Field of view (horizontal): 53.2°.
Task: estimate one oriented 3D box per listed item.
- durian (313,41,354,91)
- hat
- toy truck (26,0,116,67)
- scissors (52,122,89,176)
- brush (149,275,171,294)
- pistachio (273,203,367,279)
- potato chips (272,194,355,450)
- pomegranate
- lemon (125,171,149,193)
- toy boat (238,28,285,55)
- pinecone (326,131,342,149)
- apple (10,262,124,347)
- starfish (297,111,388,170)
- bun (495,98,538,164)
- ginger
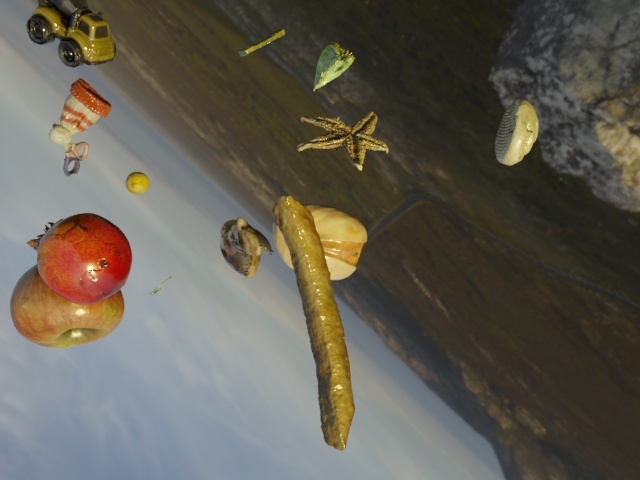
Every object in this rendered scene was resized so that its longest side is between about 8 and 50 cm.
[{"bbox_3d":[0.040,-0.497,1.805,0.086,0.100,0.215,28,154,-16],"label":"durian"},{"bbox_3d":[-0.603,-0.305,1.569,0.112,0.162,0.093,40,-173,-4],"label":"hat"},{"bbox_3d":[-0.616,-0.548,1.606,0.224,0.165,0.147,39,-144,13],"label":"toy truck"},{"bbox_3d":[-0.675,-0.252,1.713,0.021,0.110,0.212,24,159,6],"label":"scissors"},{"bbox_3d":[-0.446,0.128,1.786,0.013,0.083,0.016,50,-164,-3],"label":"brush"},{"bbox_3d":[0.000,0.000,1.907,0.308,0.230,0.230,13,-164,-39],"label":"pistachio"},{"bbox_3d":[-0.003,0.127,1.031,0.080,0.057,0.407,-10,-94,-50],"label":"potato chips"},{"bbox_3d":[-0.546,0.038,1.458,0.235,0.210,0.210,15,167,16],"label":"pomegranate"},{"bbox_3d":[-0.495,-0.156,1.730,0.062,0.062,0.083,43,-170,-8],"label":"lemon"},{"bbox_3d":[-0.145,-0.489,1.578,0.016,0.115,0.063,63,164,-23],"label":"toy boat"},{"bbox_3d":[0.058,-0.309,1.915,0.083,0.077,0.077,-4,158,17],"label":"pinecone"},{"bbox_3d":[-0.740,0.172,1.872,0.277,0.309,0.250,121,139,-53],"label":"apple"},{"bbox_3d":[0.054,-0.256,1.520,0.231,0.295,0.048,12,130,8],"label":"starfish"},{"bbox_3d":[0.689,-0.370,2.221,0.116,0.237,0.210,17,176,-1],"label":"bun"},{"bbox_3d":[-0.153,0.016,1.302,0.294,0.086,0.131,174,80,-75],"label":"ginger"}]
